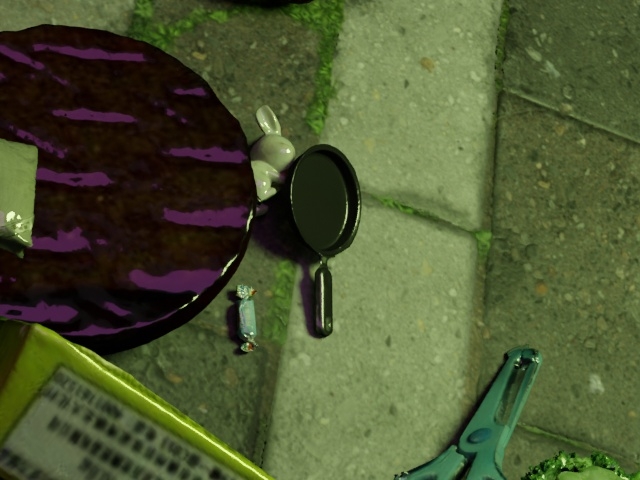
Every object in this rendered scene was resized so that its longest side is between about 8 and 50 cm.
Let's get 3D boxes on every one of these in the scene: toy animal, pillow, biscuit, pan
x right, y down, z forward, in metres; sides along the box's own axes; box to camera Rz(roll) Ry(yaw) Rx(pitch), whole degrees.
[{"bbox_3d":[-0.068,-0.090,1.753,0.085,0.071,0.124,29,60,20],"label":"toy animal"},{"bbox_3d":[-0.398,-0.075,1.476,0.229,0.050,0.148,19,40,-24],"label":"pillow"},{"bbox_3d":[-0.274,-0.056,1.610,0.407,0.091,0.407,7,61,-14],"label":"biscuit"},{"bbox_3d":[0.000,0.000,1.741,0.136,0.028,0.235,19,68,-48],"label":"pan"}]

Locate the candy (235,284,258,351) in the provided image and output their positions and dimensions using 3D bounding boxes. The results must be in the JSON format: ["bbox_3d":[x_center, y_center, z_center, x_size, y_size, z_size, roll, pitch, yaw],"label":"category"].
[{"bbox_3d":[-0.083,0.089,1.672,0.030,0.020,0.083,2,63,-21],"label":"candy"}]

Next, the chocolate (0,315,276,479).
[{"bbox_3d":[-0.206,0.199,1.363,0.301,0.289,0.137,36,77,-16],"label":"chocolate"}]

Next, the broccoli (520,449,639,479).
[{"bbox_3d":[0.309,0.346,1.598,0.261,0.241,0.269,-19,41,-13],"label":"broccoli"}]

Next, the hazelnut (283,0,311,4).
[{"bbox_3d":[-0.028,-0.415,1.887,0.217,0.217,0.251,47,29,5],"label":"hazelnut"}]

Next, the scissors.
[{"bbox_3d":[0.177,0.237,1.661,0.393,0.180,0.032,-51,127,-50],"label":"scissors"}]
